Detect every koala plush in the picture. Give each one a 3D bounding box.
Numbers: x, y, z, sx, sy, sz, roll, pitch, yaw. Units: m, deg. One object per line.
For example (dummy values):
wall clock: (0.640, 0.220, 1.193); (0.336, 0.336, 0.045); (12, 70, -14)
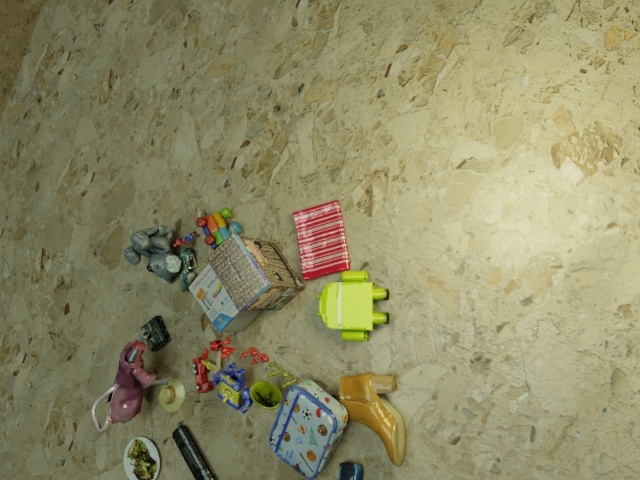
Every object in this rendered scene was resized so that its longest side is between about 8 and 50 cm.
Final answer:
koala plush: (-0.672, 0.067, 2.014); (0.221, 0.203, 0.196); (54, 136, 9)

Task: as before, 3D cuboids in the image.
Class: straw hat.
straw hat: (-0.632, 0.640, 1.976); (0.144, 0.061, 0.145); (-3, 82, 25)

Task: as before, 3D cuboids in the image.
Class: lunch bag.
lunch bag: (-0.053, 0.653, 1.658); (0.243, 0.115, 0.303); (30, 108, 26)

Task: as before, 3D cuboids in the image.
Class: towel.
towel: (0.000, 0.000, 1.791); (0.198, 0.031, 0.275); (-14, 78, 21)

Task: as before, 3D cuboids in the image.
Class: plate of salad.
plate of salad: (-0.756, 0.928, 2.002); (0.199, 0.048, 0.200); (-3, 81, 23)

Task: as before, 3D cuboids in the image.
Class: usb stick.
usb stick: (-0.500, 0.866, 1.897); (0.077, 0.045, 0.278); (-47, 68, 19)

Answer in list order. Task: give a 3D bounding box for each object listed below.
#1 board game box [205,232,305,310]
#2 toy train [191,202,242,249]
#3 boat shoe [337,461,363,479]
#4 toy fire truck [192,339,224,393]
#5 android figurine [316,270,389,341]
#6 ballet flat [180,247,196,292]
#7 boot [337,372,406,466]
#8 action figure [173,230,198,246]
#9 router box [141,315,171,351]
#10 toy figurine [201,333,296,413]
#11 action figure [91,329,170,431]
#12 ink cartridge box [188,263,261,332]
board game box: (-0.228, 0.121, 1.734); (0.141, 0.291, 0.232); (-42, 69, 14)
toy train: (-0.429, -0.094, 1.964); (0.143, 0.105, 0.248); (-32, 71, 7)
boat shoe: (0.082, 0.883, 1.613); (0.089, 0.109, 0.258); (3, 68, 32)
toy fire truck: (-0.444, 0.505, 1.916); (0.135, 0.047, 0.192); (-17, 77, 20)
android figurine: (0.109, 0.232, 1.696); (0.272, 0.056, 0.248); (-4, 82, 23)
ballet flat: (-0.554, 0.124, 2.011); (0.070, 0.070, 0.189); (-3, 86, 24)
boot: (0.165, 0.599, 1.608); (0.211, 0.104, 0.295); (-15, 72, 28)
action figure: (-0.567, -0.002, 2.009); (0.038, 0.115, 0.030); (42, 137, 20)
router box: (-0.705, 0.400, 2.053); (0.092, 0.038, 0.122); (-37, 70, 15)
toy figurine: (-0.288, 0.556, 1.819); (0.362, 0.191, 0.217); (27, 124, 20)
action figure: (-0.779, 0.532, 1.924); (0.248, 0.275, 0.370); (41, 125, 32)
ink cartridge box: (-0.352, 0.209, 1.845); (0.171, 0.168, 0.233); (-47, 67, 13)
